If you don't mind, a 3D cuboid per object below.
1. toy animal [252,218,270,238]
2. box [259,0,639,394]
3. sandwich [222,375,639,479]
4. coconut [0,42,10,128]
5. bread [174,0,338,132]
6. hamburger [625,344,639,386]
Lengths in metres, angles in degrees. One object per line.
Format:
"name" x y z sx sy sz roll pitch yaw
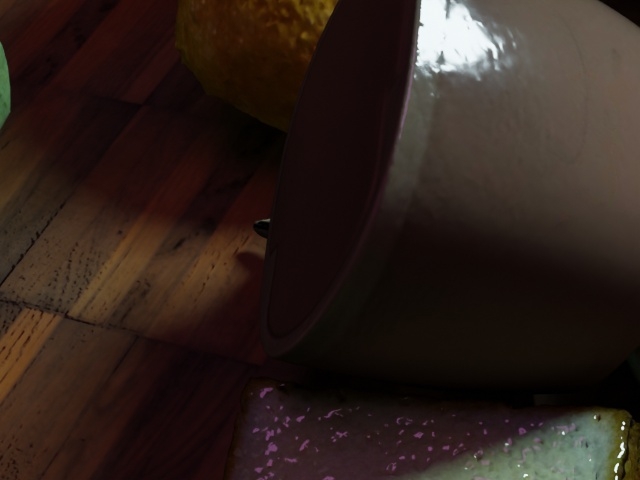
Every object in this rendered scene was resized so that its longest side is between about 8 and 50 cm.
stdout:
"toy animal" 0.000 0.000 1.233 0.137 0.098 0.098 -12 40 25
"box" 0.103 -0.037 1.067 0.216 0.301 0.301 17 43 -13
"sandwich" 0.060 0.207 0.998 0.273 0.095 0.249 3 45 17
"coconut" -0.397 -0.119 1.309 0.328 0.281 0.328 -24 9 4
"bread" 0.047 -0.271 1.332 0.361 0.250 0.394 12 86 22
"hamburger" 0.273 0.015 1.056 0.125 0.214 0.235 3 9 -26
